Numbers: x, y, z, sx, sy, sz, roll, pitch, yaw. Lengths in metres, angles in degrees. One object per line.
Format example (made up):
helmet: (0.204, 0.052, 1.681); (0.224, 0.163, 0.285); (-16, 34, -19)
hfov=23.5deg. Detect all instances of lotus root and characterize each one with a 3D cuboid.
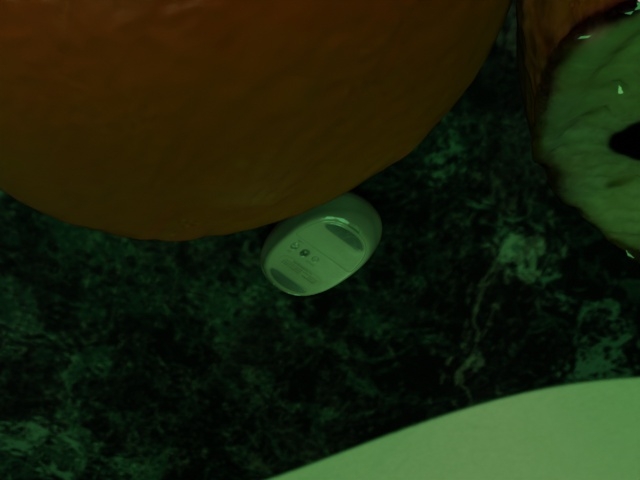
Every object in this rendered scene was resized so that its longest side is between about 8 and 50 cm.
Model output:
lotus root: (0.307, -0.103, 0.912); (0.390, 0.111, 0.375); (9, 151, -14)

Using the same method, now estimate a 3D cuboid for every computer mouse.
computer mouse: (0.000, -0.002, 1.096); (0.066, 0.039, 0.096); (36, 125, -24)

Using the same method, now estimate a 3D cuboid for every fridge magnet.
fridge magnet: (-0.056, -0.152, 0.873); (0.363, 0.155, 0.364); (-15, 137, -14)
